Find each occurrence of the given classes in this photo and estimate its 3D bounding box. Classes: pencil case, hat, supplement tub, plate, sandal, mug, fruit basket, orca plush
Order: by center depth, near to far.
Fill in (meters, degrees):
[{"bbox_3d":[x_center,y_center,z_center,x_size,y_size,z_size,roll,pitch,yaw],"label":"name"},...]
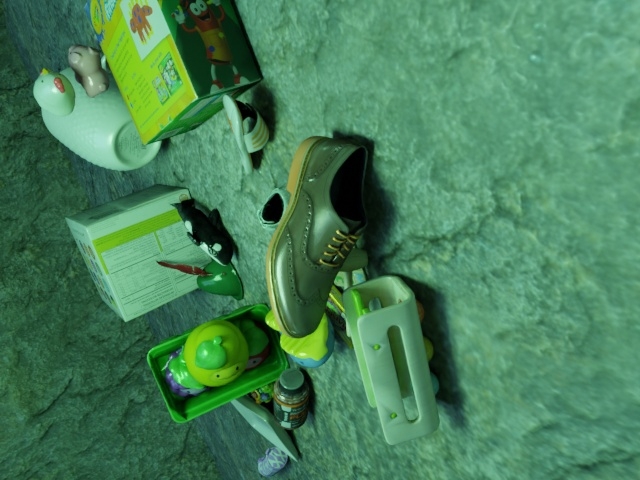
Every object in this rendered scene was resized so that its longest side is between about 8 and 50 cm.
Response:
[{"bbox_3d":[-0.152,-0.236,1.151,0.265,0.076,0.102,91,158,-73],"label":"sandal"},{"bbox_3d":[-0.027,0.224,1.220,0.138,0.126,0.317,54,173,-14],"label":"sandal"},{"bbox_3d":[-0.282,0.337,1.494,0.392,0.391,0.283,5,116,57],"label":"fruit basket"},{"bbox_3d":[-0.086,0.458,1.536,0.106,0.106,0.198,41,144,34],"label":"supplement tub"},{"bbox_3d":[-0.336,-0.054,1.599,0.151,0.102,0.287,30,-164,-47],"label":"orca plush"},{"bbox_3d":[-0.640,-0.408,1.634,0.328,0.276,0.374,33,109,31],"label":"mug"},{"bbox_3d":[-0.376,0.142,1.677,0.208,0.183,0.173,35,140,41],"label":"hat"},{"bbox_3d":[-0.206,0.631,1.855,0.277,0.045,0.277,17,145,44],"label":"plate"},{"bbox_3d":[-0.186,0.845,2.013,0.088,0.086,0.206,24,143,-1],"label":"pencil case"}]

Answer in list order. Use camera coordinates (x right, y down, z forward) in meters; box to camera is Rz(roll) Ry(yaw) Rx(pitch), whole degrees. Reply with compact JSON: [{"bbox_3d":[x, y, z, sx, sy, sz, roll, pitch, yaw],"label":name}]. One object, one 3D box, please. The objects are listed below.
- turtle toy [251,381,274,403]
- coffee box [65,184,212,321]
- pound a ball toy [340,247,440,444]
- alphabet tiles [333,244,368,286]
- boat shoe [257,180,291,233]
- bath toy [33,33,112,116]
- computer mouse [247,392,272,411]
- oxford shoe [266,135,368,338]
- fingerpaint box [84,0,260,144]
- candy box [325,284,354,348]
[{"bbox_3d":[-0.193,0.498,1.769,0.095,0.066,0.130,53,130,9],"label":"turtle toy"},{"bbox_3d":[-0.609,0.027,1.804,0.337,0.338,0.335,13,124,55],"label":"coffee box"},{"bbox_3d":[0.127,0.177,0.988,0.208,0.135,0.320,-122,16,-69],"label":"pound a ball toy"},{"bbox_3d":[0.008,-0.011,1.122,0.198,0.009,0.238,-3,110,59],"label":"alphabet tiles"},{"bbox_3d":[-0.099,-0.068,1.155,0.079,0.081,0.227,60,150,7],"label":"boat shoe"},{"bbox_3d":[-0.593,-0.463,1.393,0.151,0.348,0.129,52,151,-11],"label":"bath toy"},{"bbox_3d":[-0.269,0.484,1.886,0.188,0.072,0.273,16,125,54],"label":"computer mouse"},{"bbox_3d":[0.000,0.000,0.911,0.132,0.129,0.364,12,96,48],"label":"oxford shoe"},{"bbox_3d":[-0.352,-0.456,1.197,0.444,0.163,0.372,-7,107,59],"label":"fingerpaint box"},{"bbox_3d":[0.022,0.141,1.187,0.206,0.027,0.105,48,152,22],"label":"candy box"}]
